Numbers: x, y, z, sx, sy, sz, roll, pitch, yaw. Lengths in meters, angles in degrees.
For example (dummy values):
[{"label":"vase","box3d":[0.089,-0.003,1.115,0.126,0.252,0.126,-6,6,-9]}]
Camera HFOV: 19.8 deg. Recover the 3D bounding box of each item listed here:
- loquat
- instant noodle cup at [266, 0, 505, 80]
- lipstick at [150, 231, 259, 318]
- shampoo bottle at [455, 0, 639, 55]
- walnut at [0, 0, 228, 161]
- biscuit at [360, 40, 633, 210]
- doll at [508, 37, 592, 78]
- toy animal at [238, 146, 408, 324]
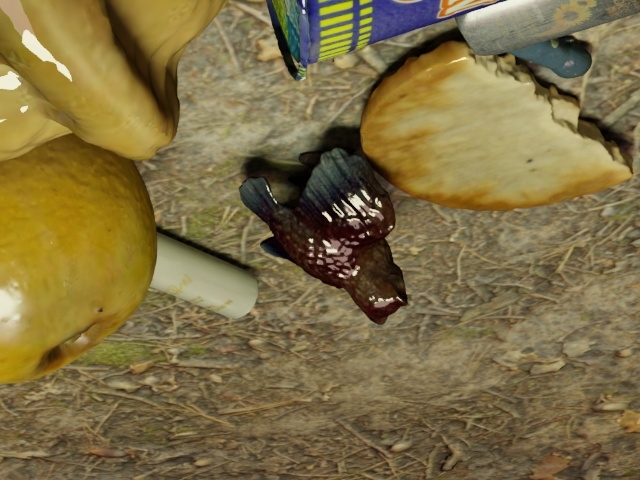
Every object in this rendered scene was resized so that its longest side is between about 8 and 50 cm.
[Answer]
[{"label":"loquat","box3d":[-0.296,-0.003,1.674,0.275,0.274,0.275,-3,153,-2]},{"label":"instant noodle cup","box3d":[0.106,-0.271,1.220,0.312,0.284,0.284,-11,153,-5]},{"label":"lipstick","box3d":[-0.173,0.022,1.944,0.059,0.059,0.264,-25,146,35]},{"label":"shampoo bottle","box3d":[0.230,-0.216,1.542,0.234,0.049,0.087,-15,145,20]},{"label":"walnut","box3d":[-0.219,-0.227,1.106,0.384,0.383,0.383,-3,153,-2]},{"label":"biscuit","box3d":[0.150,-0.100,1.770,0.205,0.040,0.309,-23,147,32]},{"label":"doll","box3d":[0.194,-0.175,1.649,0.125,0.027,0.037,19,144,-32]},{"label":"toy animal","box3d":[0.006,0.007,1.814,0.116,0.179,0.218,-19,162,-30]}]
